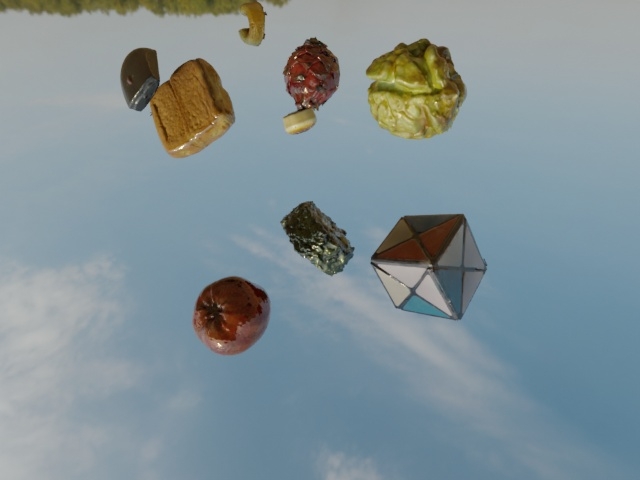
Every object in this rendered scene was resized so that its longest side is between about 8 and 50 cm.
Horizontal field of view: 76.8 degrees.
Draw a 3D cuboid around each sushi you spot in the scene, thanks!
[{"bbox_3d":[0.000,0.000,1.774,0.178,0.352,0.294,-41,-137,11],"label":"sushi"}]

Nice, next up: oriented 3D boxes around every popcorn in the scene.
[{"bbox_3d":[0.266,-0.414,1.117,0.247,0.281,0.282,-8,-153,32],"label":"popcorn"}]

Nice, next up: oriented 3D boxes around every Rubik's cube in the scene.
[{"bbox_3d":[0.429,0.101,1.579,0.305,0.310,0.307,1,-138,45],"label":"Rubik's cube"}]

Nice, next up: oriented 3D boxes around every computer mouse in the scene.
[{"bbox_3d":[-0.682,-0.621,1.502,0.100,0.170,0.269,16,-139,-43],"label":"computer mouse"}]

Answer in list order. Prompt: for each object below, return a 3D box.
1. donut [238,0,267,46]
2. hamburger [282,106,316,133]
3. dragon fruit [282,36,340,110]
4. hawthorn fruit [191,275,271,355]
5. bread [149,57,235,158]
[{"bbox_3d":[-0.301,-0.943,1.765,0.078,0.181,0.146,-18,-127,-38],"label":"donut"},{"bbox_3d":[-0.074,-0.432,1.468,0.127,0.081,0.141,-23,-159,-8],"label":"hamburger"},{"bbox_3d":[-0.042,-0.674,1.671,0.245,0.244,0.298,15,-99,24],"label":"dragon fruit"},{"bbox_3d":[-0.304,0.257,1.434,0.276,0.274,0.300,7,-175,12],"label":"hawthorn fruit"},{"bbox_3d":[-0.511,-0.513,1.616,0.148,0.328,0.336,11,-131,-62],"label":"bread"}]
